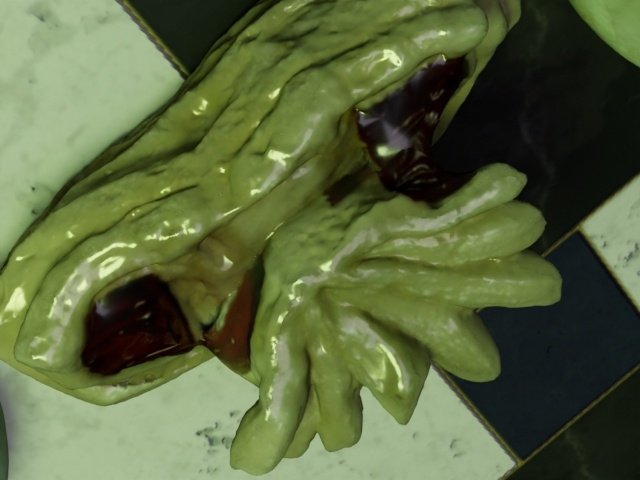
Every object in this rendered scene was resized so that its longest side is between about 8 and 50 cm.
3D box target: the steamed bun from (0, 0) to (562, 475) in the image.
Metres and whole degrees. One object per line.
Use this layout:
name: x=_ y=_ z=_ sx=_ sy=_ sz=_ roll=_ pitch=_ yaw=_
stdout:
steamed bun: x=0.000 y=0.000 z=1.123 sx=0.428 sy=0.189 sz=0.247 roll=-39 pitch=131 yaw=0

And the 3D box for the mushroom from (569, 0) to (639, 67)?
mushroom: x=0.298 y=-0.250 z=1.066 sx=0.352 sy=0.260 sz=0.352 roll=-5 pitch=112 yaw=-13

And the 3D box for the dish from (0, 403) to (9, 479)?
dish: x=-0.320 y=0.175 z=1.115 sx=0.256 sy=0.117 sz=0.256 roll=-9 pitch=118 yaw=-18
